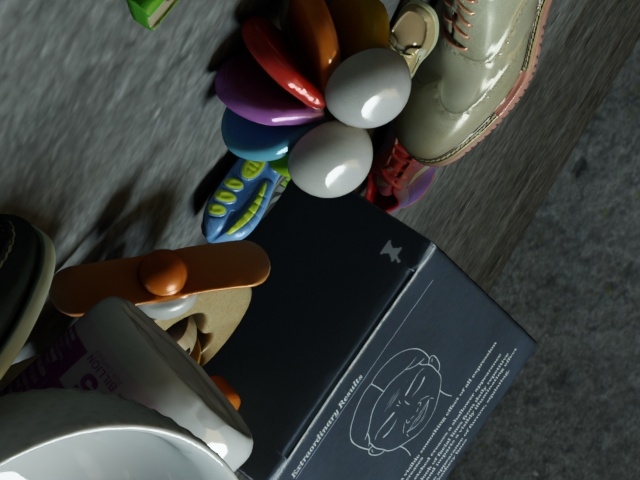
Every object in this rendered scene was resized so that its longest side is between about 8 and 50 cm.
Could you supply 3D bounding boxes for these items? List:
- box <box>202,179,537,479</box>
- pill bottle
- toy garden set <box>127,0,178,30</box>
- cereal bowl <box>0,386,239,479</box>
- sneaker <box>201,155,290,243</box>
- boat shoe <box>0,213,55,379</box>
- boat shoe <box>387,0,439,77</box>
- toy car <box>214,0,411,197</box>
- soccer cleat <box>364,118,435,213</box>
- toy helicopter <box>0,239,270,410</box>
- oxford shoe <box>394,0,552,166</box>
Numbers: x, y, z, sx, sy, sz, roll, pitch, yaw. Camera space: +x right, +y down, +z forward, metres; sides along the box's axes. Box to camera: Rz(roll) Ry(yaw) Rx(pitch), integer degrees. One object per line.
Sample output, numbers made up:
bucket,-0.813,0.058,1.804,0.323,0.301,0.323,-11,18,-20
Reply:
box,0.022,0.128,2.100,0.293,0.212,0.395,-55,153,-3
pill bottle,-0.212,0.199,1.515,0.301,0.169,0.169,-44,168,2
toy garden set,-0.060,-0.259,1.331,0.204,0.049,0.244,-52,168,-12
cereal bowl,-0.215,0.244,1.333,0.339,0.141,0.339,-21,125,-33
sneaker,-0.054,-0.070,1.879,0.188,0.067,0.078,-52,-171,-21
boat shoe,-0.307,0.089,1.211,0.340,0.127,0.113,-45,127,-14
boat shoe,0.086,-0.195,2.067,0.045,0.050,0.135,-52,169,-37
toy car,-0.021,-0.133,1.667,0.136,0.159,0.182,4,129,-34
soccer cleat,0.099,-0.102,2.319,0.095,0.083,0.248,-45,168,-21
toy helicopter,-0.185,0.097,1.663,0.355,0.140,0.235,-20,152,-48
oxford shoe,0.163,-0.254,2.088,0.146,0.140,0.397,-3,126,-50
